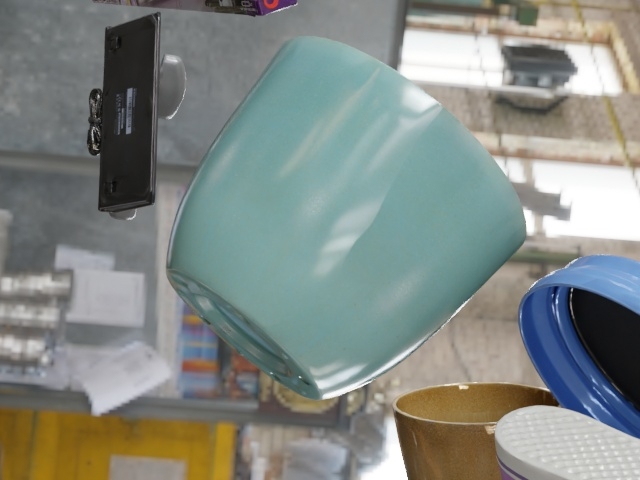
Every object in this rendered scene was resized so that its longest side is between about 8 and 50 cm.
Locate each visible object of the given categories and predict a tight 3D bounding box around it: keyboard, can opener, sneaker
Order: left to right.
[{"bbox_3d":[-0.183,-0.117,1.139,0.108,0.023,0.180,-7,-102,42],"label":"keyboard"},{"bbox_3d":[-0.276,-0.156,1.880,0.074,0.093,0.280,-96,-158,-56],"label":"can opener"},{"bbox_3d":[0.247,0.241,0.908,0.282,0.102,0.161,27,-48,57],"label":"sneaker"}]

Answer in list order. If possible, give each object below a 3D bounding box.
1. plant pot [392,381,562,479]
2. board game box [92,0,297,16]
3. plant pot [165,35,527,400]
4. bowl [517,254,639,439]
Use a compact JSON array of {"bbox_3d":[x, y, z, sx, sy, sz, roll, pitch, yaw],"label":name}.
[{"bbox_3d":[0.226,0.347,1.705,0.237,0.237,0.254,-106,-168,-84],"label":"plant pot"},{"bbox_3d":[-0.157,-0.329,1.180,0.347,0.056,0.208,17,-58,53],"label":"board game box"},{"bbox_3d":[0.000,0.000,1.111,0.235,0.293,0.293,-49,172,-15],"label":"plant pot"},{"bbox_3d":[0.412,0.176,1.468,0.077,0.391,0.391,-43,166,-19],"label":"bowl"}]
